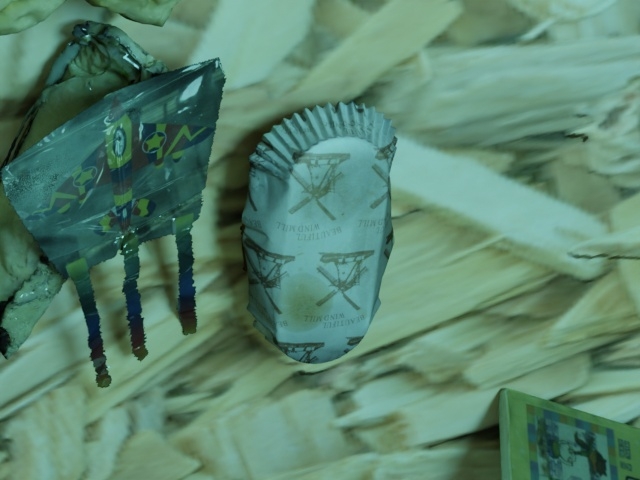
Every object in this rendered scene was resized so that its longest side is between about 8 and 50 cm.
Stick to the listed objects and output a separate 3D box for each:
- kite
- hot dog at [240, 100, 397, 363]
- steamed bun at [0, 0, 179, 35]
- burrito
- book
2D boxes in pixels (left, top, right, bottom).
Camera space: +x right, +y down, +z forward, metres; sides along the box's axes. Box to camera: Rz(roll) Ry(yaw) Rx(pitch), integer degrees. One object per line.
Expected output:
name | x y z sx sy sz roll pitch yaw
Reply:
kite | -0.111 -0.001 0.879 0.141 0.015 0.245 -27 145 -21
hot dog | 0.000 0.000 0.930 0.099 0.053 0.192 -6 130 -8
steamed bun | -0.091 -0.214 0.675 0.292 0.137 0.295 -27 167 -14
burrito | -0.154 -0.026 0.872 0.063 0.058 0.229 14 124 -29
book | 0.208 0.202 1.063 0.192 0.168 0.013 18 144 -25
